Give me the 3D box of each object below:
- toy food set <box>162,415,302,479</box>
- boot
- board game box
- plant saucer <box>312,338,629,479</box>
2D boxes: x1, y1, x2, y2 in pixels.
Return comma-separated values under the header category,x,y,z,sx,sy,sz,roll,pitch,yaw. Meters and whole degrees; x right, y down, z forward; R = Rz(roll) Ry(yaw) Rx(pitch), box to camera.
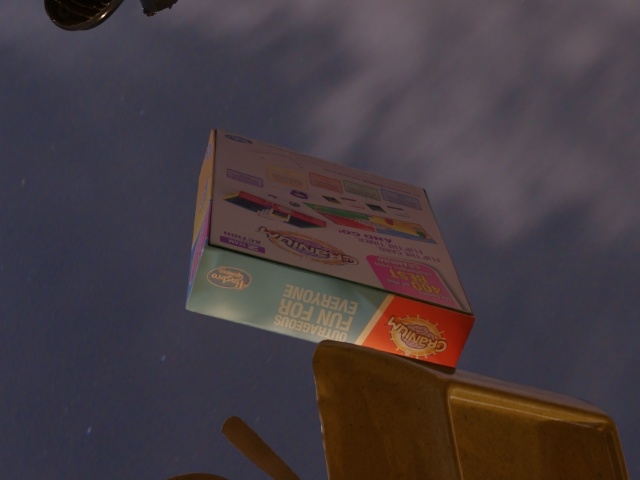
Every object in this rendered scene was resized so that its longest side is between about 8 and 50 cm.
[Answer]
category,x,y,z,sx,sy,sz,roll,pitch,yaw
toy food set,-0.082,0.211,0.768,0.132,0.038,0.192,38,-93,25
boot,-0.116,-0.169,0.757,0.045,0.099,0.121,29,-96,12
board game box,0.000,0.000,1.151,0.242,0.064,0.316,16,-159,-9
plant saucer,0.155,0.241,0.919,0.333,0.081,0.332,17,-126,-42
